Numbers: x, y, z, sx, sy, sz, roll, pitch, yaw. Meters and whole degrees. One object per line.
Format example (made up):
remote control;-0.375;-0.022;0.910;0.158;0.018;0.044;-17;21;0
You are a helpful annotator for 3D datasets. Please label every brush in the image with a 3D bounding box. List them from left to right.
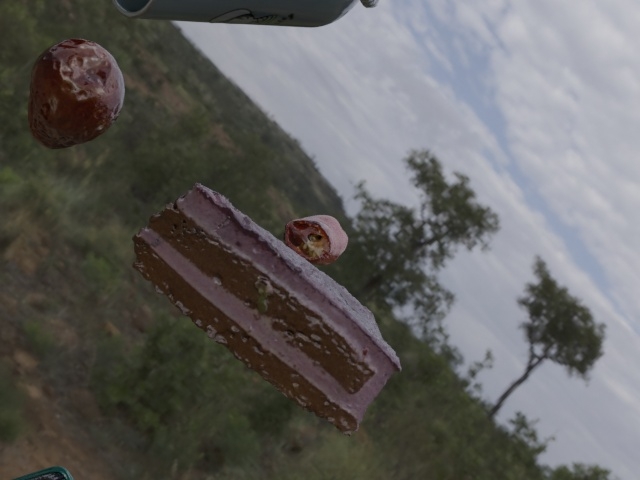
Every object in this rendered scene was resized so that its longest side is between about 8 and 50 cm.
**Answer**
brush;-0.346;0.289;1.004;0.032;0.193;0.043;-5;75;-58

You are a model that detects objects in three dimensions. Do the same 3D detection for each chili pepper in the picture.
chili pepper;0.000;0.000;1.503;0.192;0.084;0.086;4;67;-75

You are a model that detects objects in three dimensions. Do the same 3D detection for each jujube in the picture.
jujube;-0.477;-0.268;1.711;0.190;0.190;0.255;46;-44;-10

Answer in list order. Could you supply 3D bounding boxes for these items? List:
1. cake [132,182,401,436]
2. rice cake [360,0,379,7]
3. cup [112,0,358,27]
cake;-0.053;0.062;0.912;0.295;0.116;0.113;41;11;-17
rice cake;0.109;-0.497;1.511;0.037;0.198;0.189;23;9;5
cup;-0.093;-0.369;1.112;0.312;0.205;0.205;-5;34;-34
